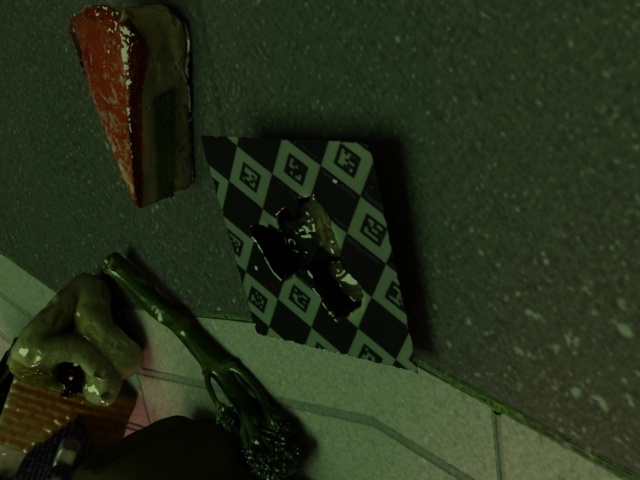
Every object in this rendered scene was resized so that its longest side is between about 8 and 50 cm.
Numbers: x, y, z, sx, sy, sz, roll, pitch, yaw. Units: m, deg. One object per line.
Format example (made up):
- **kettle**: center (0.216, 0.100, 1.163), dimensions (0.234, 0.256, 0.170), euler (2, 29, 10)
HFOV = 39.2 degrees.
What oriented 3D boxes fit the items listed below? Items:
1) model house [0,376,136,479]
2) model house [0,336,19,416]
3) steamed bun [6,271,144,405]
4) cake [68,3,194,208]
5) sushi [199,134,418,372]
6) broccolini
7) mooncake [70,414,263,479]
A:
- **model house**: center (-0.416, 0.327, 1.347), dimensions (0.202, 0.237, 0.237), euler (22, 113, -6)
- **model house**: center (-0.546, 0.259, 1.578), dimensions (0.204, 0.211, 0.243), euler (-59, 22, 4)
- **steamed bun**: center (-0.334, 0.158, 1.285), dimensions (0.155, 0.172, 0.141), euler (38, 150, 2)
- **cake**: center (-0.180, -0.152, 0.964), dimensions (0.116, 0.086, 0.221), euler (-6, 105, 53)
- **sushi**: center (0.000, 0.000, 0.879), dimensions (0.219, 0.047, 0.231), euler (8, 121, 42)
- **broccolini**: center (-0.165, 0.152, 1.124), dimensions (0.392, 0.074, 0.079), euler (40, 100, 23)
- **mooncake**: center (-0.155, 0.411, 1.165), dimensions (0.378, 0.200, 0.379), euler (29, 132, 38)
